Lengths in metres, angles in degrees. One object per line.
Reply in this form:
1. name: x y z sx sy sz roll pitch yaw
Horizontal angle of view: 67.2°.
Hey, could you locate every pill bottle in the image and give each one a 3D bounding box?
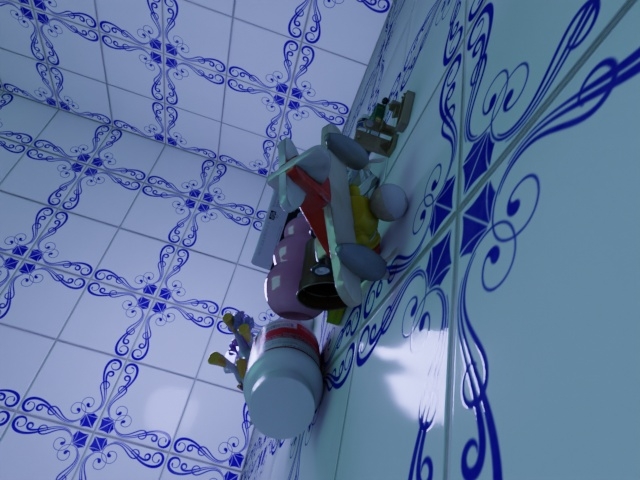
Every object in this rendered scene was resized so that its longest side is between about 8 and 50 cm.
1. pill bottle: 0.194 -0.513 2.166 0.067 0.067 0.120 115 171 -53
2. pill bottle: -0.108 0.399 1.432 0.408 0.228 0.229 -104 32 -80

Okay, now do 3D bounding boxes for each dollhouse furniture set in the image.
1. dollhouse furniture set: 0.187 -0.363 1.440 0.151 0.123 0.144 121 165 -68

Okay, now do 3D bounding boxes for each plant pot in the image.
1. plant pot: 0.016 0.085 1.330 0.167 0.166 0.165 115 159 -53

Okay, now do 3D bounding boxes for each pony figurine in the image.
1. pony figurine: -0.262 0.436 1.764 0.351 0.302 0.364 -82 -20 -52

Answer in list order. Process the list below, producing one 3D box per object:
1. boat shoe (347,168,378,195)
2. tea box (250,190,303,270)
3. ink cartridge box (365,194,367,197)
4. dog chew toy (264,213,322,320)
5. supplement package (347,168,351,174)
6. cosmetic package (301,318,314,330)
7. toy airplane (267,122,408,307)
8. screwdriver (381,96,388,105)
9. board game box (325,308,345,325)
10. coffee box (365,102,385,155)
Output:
1. boat shoe: 0.046 -0.133 1.596 0.320 0.103 0.118 -39 5 27
2. tea box: -0.065 -0.038 1.894 0.220 0.323 0.329 -86 13 -71
3. ink cartridge box: 0.064 -0.146 1.685 0.060 0.180 0.104 -79 8 -63
4. dog chew toy: -0.060 0.075 1.501 0.207 0.206 0.332 119 159 -65
5. supplement package: 0.051 -0.274 2.275 0.293 0.175 0.178 133 153 -78
6. cosmetic package: -0.121 0.425 2.054 0.107 0.127 0.238 -81 8 -61
7. toy airplane: 0.057 -0.083 1.085 0.384 0.272 0.387 -45 -58 -75
8. screwdriver: 0.254 -0.558 1.958 0.170 0.024 0.025 -97 -4 -82
9. board game box: 0.064 0.155 1.456 0.092 0.043 0.182 -87 16 -72
10. coffee box: 0.210 -0.443 1.915 0.113 0.040 0.184 118 168 -61
